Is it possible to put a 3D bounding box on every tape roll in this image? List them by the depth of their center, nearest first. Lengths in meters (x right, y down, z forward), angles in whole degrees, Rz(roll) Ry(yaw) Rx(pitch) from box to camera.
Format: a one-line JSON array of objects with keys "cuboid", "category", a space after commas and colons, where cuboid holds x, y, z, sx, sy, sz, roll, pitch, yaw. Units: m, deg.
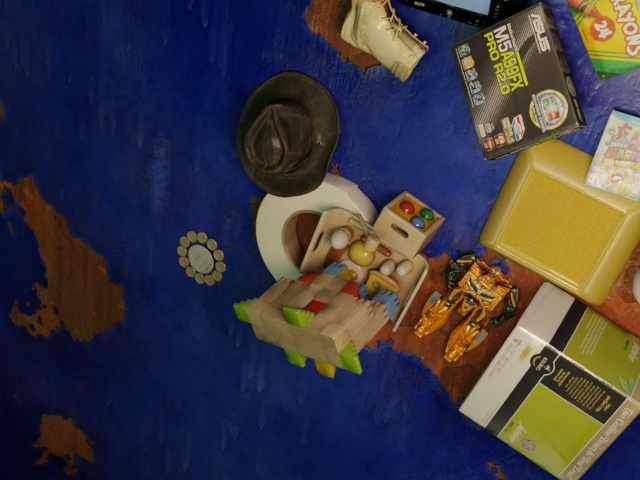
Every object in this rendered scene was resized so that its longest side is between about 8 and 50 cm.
[{"cuboid": [0.000, 0.000, 2.242, 0.392, 0.072, 0.392, 14, 120, 27], "category": "tape roll"}]

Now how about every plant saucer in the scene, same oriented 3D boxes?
[{"cuboid": [0.551, -0.036, 1.869, 0.333, 0.081, 0.332, 29, 125, 17], "category": "plant saucer"}]

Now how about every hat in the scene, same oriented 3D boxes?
[{"cuboid": [-0.115, -0.270, 2.101, 0.331, 0.134, 0.331, 4, 98, 29], "category": "hat"}]

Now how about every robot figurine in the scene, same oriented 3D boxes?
[{"cuboid": [0.371, 0.171, 2.079, 0.211, 0.085, 0.291, 39, 127, 10], "category": "robot figurine"}]

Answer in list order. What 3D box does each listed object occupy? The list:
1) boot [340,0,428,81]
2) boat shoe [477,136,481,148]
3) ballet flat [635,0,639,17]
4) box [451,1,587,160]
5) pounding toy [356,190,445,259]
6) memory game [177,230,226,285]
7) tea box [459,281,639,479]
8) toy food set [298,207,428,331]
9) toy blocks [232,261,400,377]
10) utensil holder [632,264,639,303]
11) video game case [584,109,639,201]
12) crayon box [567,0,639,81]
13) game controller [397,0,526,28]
[{"cuboid": [0.162, -0.494, 1.852, 0.203, 0.095, 0.262, 40, 149, 8], "category": "boot"}, {"cuboid": [0.433, -0.281, 1.814, 0.095, 0.095, 0.257, 46, 128, 5], "category": "boat shoe"}, {"cuboid": [0.627, -0.521, 1.470, 0.139, 0.139, 0.400, 15, 114, 26], "category": "ballet flat"}, {"cuboid": [0.415, -0.329, 1.727, 0.216, 0.060, 0.270, -18, 84, 37], "category": "box"}, {"cuboid": [0.181, -0.045, 2.018, 0.181, 0.206, 0.094, 37, 127, 13], "category": "pounding toy"}, {"cuboid": [-0.369, 0.055, 2.539, 0.186, 0.012, 0.186, 13, 118, 26], "category": "memory game"}, {"cuboid": [0.565, 0.340, 1.940, 0.323, 0.220, 0.329, 35, 131, 14], "category": "tea box"}, {"cuboid": [0.107, 0.078, 2.108, 0.306, 0.092, 0.219, 32, 126, 14], "category": "toy food set"}, {"cuboid": [0.013, 0.163, 2.024, 0.381, 0.261, 0.190, 13, 132, 39], "category": "toy blocks"}, {"cuboid": [0.807, -0.040, 1.555, 0.328, 0.327, 0.385, 18, 118, 24], "category": "utensil holder"}, {"cuboid": [0.647, -0.180, 1.736, 0.119, 0.015, 0.166, 21, 102, 17], "category": "video game case"}, {"cuboid": [0.664, -0.464, 1.589, 0.319, 0.081, 0.202, -20, 101, 37], "category": "crayon box"}, {"cuboid": [0.298, -0.564, 1.782, 0.319, 0.067, 0.166, 24, 123, 22], "category": "game controller"}]
